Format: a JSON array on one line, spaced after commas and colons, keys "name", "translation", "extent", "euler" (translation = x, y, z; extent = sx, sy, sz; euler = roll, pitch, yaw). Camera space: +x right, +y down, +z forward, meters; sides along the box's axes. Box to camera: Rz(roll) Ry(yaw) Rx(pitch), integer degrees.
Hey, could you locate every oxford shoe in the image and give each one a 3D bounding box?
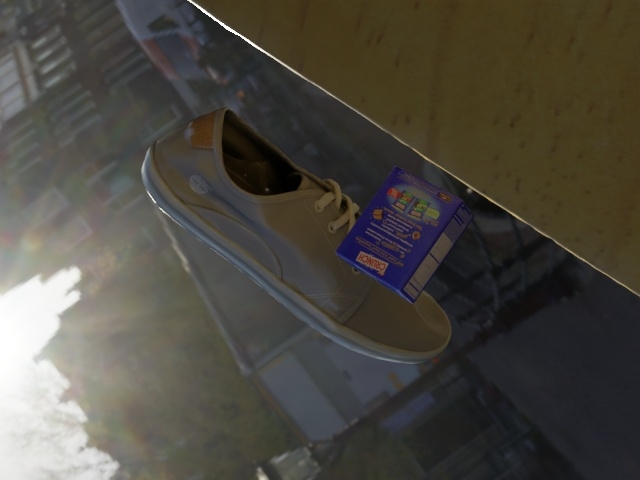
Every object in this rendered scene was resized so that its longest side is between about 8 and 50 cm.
[{"name": "oxford shoe", "translation": [0.000, 0.000, 1.165], "extent": [0.449, 0.130, 0.169], "euler": [36, -151, -19]}]

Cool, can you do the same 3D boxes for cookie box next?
[{"name": "cookie box", "translation": [0.082, -0.006, 0.960], "extent": [0.092, 0.107, 0.040], "euler": [32, 174, 38]}]

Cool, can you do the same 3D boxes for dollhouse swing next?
[{"name": "dollhouse swing", "translation": [0.150, -0.179, 0.519], "extent": [0.347, 0.305, 0.315], "euler": [34, 141, 5]}]
